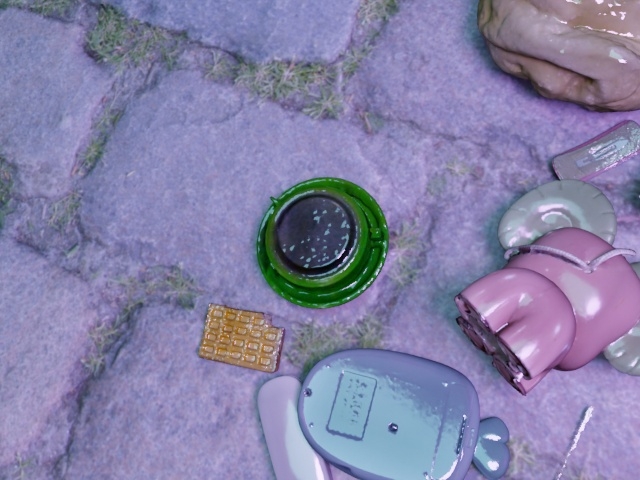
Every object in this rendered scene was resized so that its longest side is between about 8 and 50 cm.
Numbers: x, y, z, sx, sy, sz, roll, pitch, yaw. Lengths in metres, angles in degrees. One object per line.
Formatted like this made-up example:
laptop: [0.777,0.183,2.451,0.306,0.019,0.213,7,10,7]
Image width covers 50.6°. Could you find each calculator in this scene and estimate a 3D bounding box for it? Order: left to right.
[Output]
calculator: [0.114,0.248,0.933,0.298,0.041,0.185,15,70,10]

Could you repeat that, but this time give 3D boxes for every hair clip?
hair clip: [0.407,-0.127,0.991,0.137,0.022,0.054,-28,70,6]

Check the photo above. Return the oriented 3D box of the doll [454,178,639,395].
doll: [0.318,0.065,0.861,0.268,0.216,0.284,-38,67,-5]

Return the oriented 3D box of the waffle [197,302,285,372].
waffle: [-0.120,0.151,1.052,0.135,0.021,0.092,7,76,17]

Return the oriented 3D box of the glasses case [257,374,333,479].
glasses case: [-0.036,0.292,0.974,0.076,0.049,0.197,-21,71,6]

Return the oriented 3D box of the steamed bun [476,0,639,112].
steamed bun: [0.389,-0.377,0.962,0.324,0.230,0.372,20,78,16]

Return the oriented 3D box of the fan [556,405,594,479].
fan: [0.289,0.356,0.891,0.182,0.010,0.310,28,86,20]

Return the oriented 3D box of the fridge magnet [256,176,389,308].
fridge magnet: [0.000,0.000,1.027,0.208,0.088,0.208,-4,74,14]
